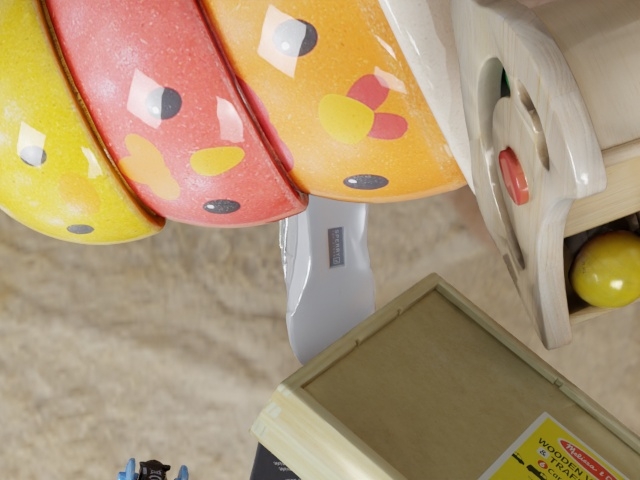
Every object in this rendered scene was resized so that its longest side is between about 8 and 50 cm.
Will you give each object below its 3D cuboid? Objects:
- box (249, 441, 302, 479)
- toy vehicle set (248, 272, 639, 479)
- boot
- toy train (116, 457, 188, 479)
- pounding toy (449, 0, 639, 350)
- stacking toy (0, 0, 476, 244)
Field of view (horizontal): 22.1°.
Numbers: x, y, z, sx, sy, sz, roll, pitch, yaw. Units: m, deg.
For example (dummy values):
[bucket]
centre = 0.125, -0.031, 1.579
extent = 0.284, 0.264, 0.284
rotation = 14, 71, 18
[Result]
[box]
centre = 0.032, 0.384, 1.476
extent = 0.179, 0.343, 0.312
rotation = 0, 45, 12
[toy vehicle set]
centre = 0.112, 0.134, 0.791
extent = 0.267, 0.035, 0.166
rotation = 40, 33, 14
[boot]
centre = 0.000, 0.000, 1.697
extent = 0.095, 0.258, 0.123
rotation = -4, 30, -15
[toy train]
centre = -0.168, 0.288, 1.602
extent = 0.080, 0.105, 0.184
rotation = 10, 18, -10
[pounding toy]
centre = 0.158, -0.070, 0.774
extent = 0.155, 0.269, 0.154
rotation = -19, 45, -7
[stacking toy]
centre = -0.132, -0.104, 1.136
extent = 0.480, 0.350, 0.350
rotation = -26, 66, 7
